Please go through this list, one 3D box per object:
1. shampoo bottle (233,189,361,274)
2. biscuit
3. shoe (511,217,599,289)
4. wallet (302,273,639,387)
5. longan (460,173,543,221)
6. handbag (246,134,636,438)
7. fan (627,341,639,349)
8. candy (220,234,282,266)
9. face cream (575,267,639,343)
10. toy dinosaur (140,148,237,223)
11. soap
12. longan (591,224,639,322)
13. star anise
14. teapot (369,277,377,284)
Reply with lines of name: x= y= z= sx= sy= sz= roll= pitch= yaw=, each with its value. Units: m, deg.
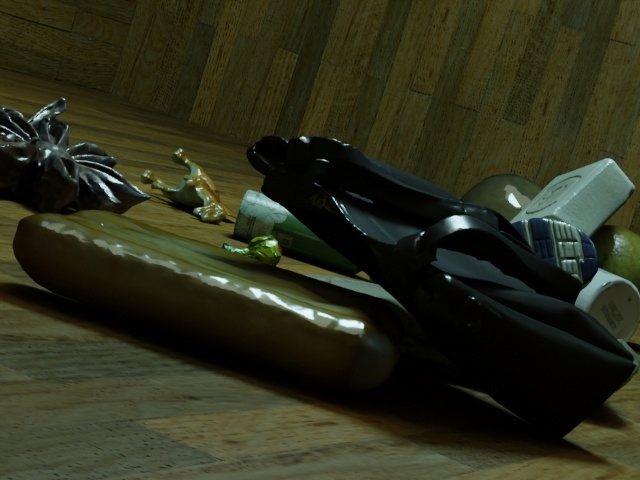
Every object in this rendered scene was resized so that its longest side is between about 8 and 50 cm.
shampoo bottle: x=0.000 y=0.000 z=2.031 sx=0.204 sy=0.065 sz=0.065 roll=18 pitch=5 yaw=2
biscuit: x=-0.078 y=0.042 z=1.299 sx=0.290 sy=0.062 sz=0.237 roll=19 pitch=4 yaw=1
shoe: x=0.199 y=0.043 z=1.792 sx=0.207 sy=0.092 sz=0.106 roll=-18 pitch=-26 yaw=30
wallet: x=0.145 y=0.089 z=1.600 sx=0.335 sy=0.068 sz=0.275 roll=10 pitch=3 yaw=-12
longan: x=0.261 y=-0.005 z=2.389 sx=0.189 sy=0.189 sz=0.189 roll=18 pitch=5 yaw=-2
handbag: x=0.091 y=0.017 z=1.352 sx=0.257 sy=0.113 sz=0.285 roll=29 pitch=11 yaw=-45
fan: x=0.516 y=0.173 z=2.230 sx=0.152 sy=0.008 sz=0.226 roll=14 pitch=5 yaw=-41
candy: x=-0.096 y=0.009 z=1.796 sx=0.123 sy=0.035 sz=0.035 roll=5 pitch=-21 yaw=-28
face cream: x=0.257 y=0.047 z=2.173 sx=0.102 sy=0.102 sz=0.345 roll=14 pitch=8 yaw=-37
toy dinosaur: x=-0.148 y=-0.062 z=2.205 sx=0.142 sy=0.057 sz=0.212 roll=32 pitch=11 yaw=20
soap: x=0.320 y=-0.036 z=2.216 sx=0.064 sy=0.121 sz=0.183 roll=47 pitch=-15 yaw=-5
longan: x=0.370 y=0.041 z=2.239 sx=0.145 sy=0.176 sz=0.154 roll=11 pitch=-21 yaw=-42
star anise: x=-0.287 y=-0.082 z=1.779 sx=0.230 sy=0.081 sz=0.262 roll=16 pitch=17 yaw=-18
teapot: x=0.095 y=0.051 z=1.930 sx=0.049 sy=0.064 sz=0.083 roll=-17 pitch=-14 yaw=34
